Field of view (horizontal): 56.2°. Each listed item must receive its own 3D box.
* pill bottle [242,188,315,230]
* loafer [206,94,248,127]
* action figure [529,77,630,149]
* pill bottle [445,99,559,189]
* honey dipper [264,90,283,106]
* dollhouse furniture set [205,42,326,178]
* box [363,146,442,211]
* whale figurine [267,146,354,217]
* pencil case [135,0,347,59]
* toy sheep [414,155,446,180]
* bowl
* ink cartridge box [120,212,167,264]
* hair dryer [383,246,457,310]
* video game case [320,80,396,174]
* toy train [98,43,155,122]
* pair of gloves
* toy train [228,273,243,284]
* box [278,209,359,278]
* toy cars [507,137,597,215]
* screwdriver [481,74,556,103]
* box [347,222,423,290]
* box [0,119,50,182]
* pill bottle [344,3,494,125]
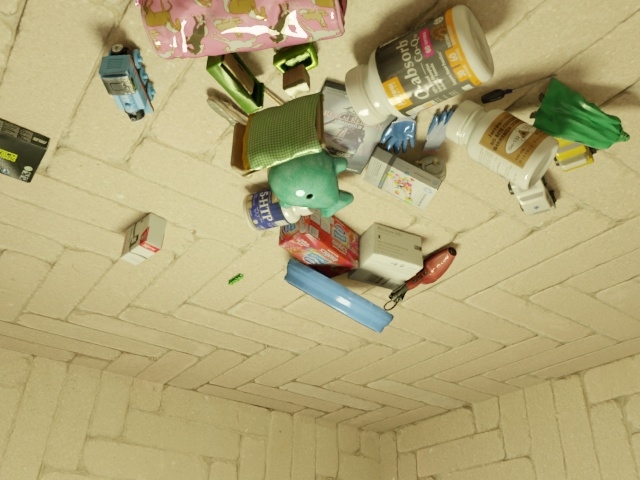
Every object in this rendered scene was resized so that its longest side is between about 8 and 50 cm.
[{"bbox_3d":[-0.115,-0.097,1.702,0.187,0.111,0.112,-13,145,20],"label":"pill bottle"},{"bbox_3d":[-0.222,-0.313,1.445,0.045,0.039,0.125,17,163,47],"label":"loafer"},{"bbox_3d":[0.608,-0.272,1.387,0.232,0.063,0.137,20,112,-4],"label":"action figure"},{"bbox_3d":[0.409,-0.225,1.368,0.229,0.131,0.131,37,157,24],"label":"pill bottle"},{"bbox_3d":[-0.113,-0.334,1.408,0.031,0.030,0.161,-23,138,33],"label":"honey dipper"},{"bbox_3d":[-0.112,-0.297,1.201,0.198,0.301,0.151,-20,139,22],"label":"dollhouse furniture set"},{"bbox_3d":[0.210,-0.158,1.565,0.186,0.038,0.145,28,161,4],"label":"box"},{"bbox_3d":[-0.014,-0.133,1.541,0.216,0.141,0.272,-33,136,16],"label":"whale figurine"},{"bbox_3d":[-0.145,-0.439,1.124,0.387,0.160,0.167,-5,114,12],"label":"pencil case"},{"bbox_3d":[0.289,-0.181,1.576,0.091,0.091,0.132,2,165,0],"label":"toy sheep"},{"bbox_3d":[0.052,0.186,1.971,0.391,0.077,0.391,29,175,3],"label":"bowl"},{"bbox_3d":[-0.555,-0.003,1.874,0.151,0.109,0.063,-26,139,37],"label":"ink cartridge box"},{"bbox_3d":[0.337,0.131,1.972,0.293,0.080,0.223,-45,176,10],"label":"hair dryer"},{"bbox_3d":[0.060,-0.273,1.499,0.196,0.026,0.274,11,147,-15],"label":"video game case"},{"bbox_3d":[-0.427,-0.344,1.333,0.080,0.105,0.184,0,147,4],"label":"toy train"},{"bbox_3d":[0.253,-0.267,1.479,0.198,0.023,0.159,0,150,-11],"label":"pair of gloves"},{"bbox_3d":[-0.308,0.143,2.181,0.024,0.017,0.083,14,147,-37],"label":"toy train"},{"bbox_3d":[0.000,0.000,1.835,0.123,0.128,0.257,-20,142,33],"label":"box"},{"bbox_3d":[0.610,-0.167,1.579,0.177,0.087,0.393,6,148,-6],"label":"toy cars"},{"bbox_3d":[0.453,-0.345,1.369,0.170,0.024,0.025,-12,116,17],"label":"screwdriver"},{"bbox_3d":[0.204,0.056,1.922,0.181,0.119,0.182,15,145,-20],"label":"box"},{"bbox_3d":[-0.833,-0.242,1.572,0.191,0.045,0.184,22,145,-30],"label":"box"},{"bbox_3d":[0.201,-0.351,1.240,0.279,0.162,0.162,-20,141,30],"label":"pill bottle"}]
